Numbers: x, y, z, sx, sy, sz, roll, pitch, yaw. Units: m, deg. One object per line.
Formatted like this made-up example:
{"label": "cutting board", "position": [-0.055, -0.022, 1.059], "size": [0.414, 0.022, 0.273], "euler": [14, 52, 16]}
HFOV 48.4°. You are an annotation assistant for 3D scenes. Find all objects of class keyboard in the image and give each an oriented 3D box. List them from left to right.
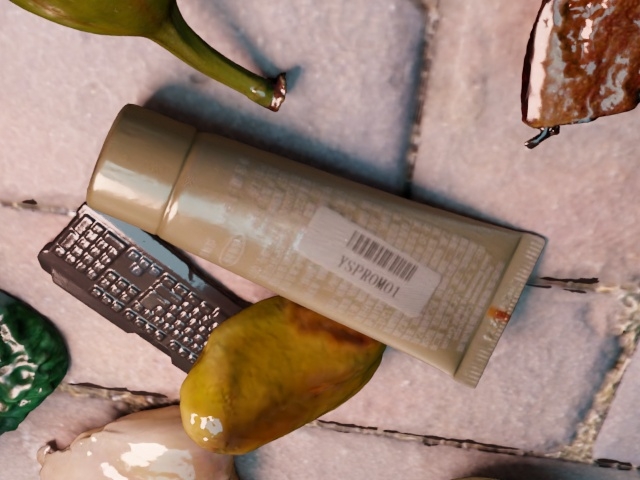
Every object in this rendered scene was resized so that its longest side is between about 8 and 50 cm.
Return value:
{"label": "keyboard", "position": [-0.125, 0.069, 0.644], "size": [0.262, 0.016, 0.106], "euler": [40, 119, -19]}

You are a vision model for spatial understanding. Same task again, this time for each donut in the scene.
{"label": "donut", "position": [0.223, -0.147, 0.416], "size": [0.217, 0.085, 0.141], "euler": [-6, 123, 9]}

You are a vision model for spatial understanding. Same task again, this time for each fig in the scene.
{"label": "fig", "position": [-0.117, -0.176, 0.438], "size": [0.151, 0.151, 0.259], "euler": [-17, 148, 17]}

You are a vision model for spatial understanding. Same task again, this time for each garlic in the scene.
{"label": "garlic", "position": [-0.190, 0.273, 0.738], "size": [0.228, 0.110, 0.217], "euler": [-5, 127, 9]}

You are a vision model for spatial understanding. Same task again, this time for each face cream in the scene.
{"label": "face cream", "position": [0.000, 0.000, 0.545], "size": [0.341, 0.084, 0.137], "euler": [22, 98, -12]}

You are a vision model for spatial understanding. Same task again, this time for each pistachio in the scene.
{"label": "pistachio", "position": [-0.033, 0.110, 0.603], "size": [0.189, 0.100, 0.110], "euler": [-27, 144, -21]}

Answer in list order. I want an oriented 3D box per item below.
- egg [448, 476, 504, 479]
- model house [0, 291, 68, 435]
{"label": "egg", "position": [0.179, 0.332, 0.688], "size": [0.242, 0.186, 0.186], "euler": [42, 119, -9]}
{"label": "model house", "position": [-0.407, 0.181, 0.612], "size": [0.230, 0.249, 0.280], "euler": [40, 119, -20]}
